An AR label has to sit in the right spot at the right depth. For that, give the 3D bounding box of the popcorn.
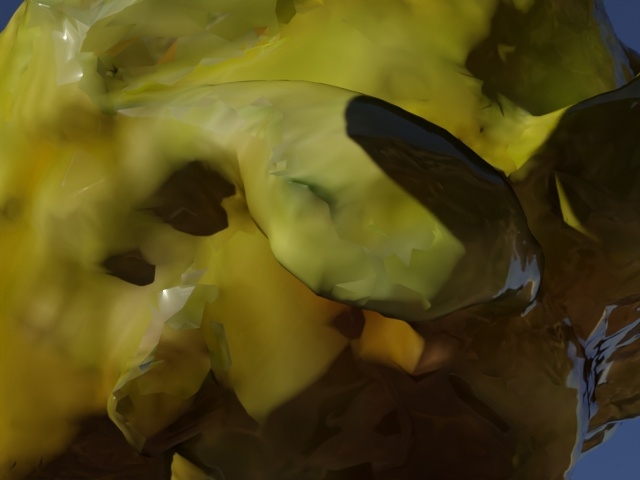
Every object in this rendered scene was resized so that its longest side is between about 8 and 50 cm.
[{"bbox_3d":[0.004,-0.007,0.688,0.274,0.279,0.335,-6,-45,-45],"label":"popcorn"}]
